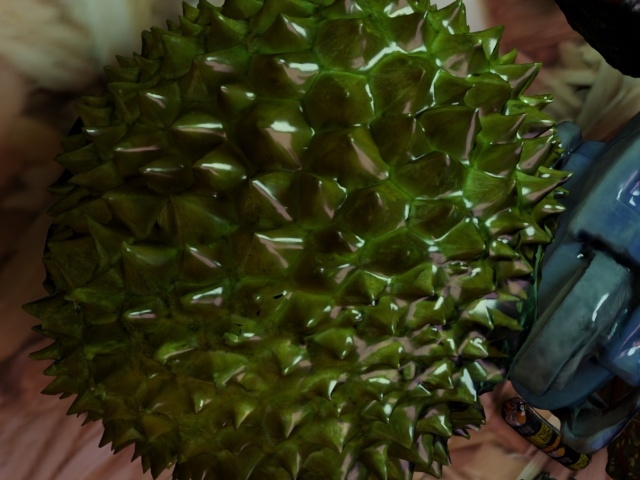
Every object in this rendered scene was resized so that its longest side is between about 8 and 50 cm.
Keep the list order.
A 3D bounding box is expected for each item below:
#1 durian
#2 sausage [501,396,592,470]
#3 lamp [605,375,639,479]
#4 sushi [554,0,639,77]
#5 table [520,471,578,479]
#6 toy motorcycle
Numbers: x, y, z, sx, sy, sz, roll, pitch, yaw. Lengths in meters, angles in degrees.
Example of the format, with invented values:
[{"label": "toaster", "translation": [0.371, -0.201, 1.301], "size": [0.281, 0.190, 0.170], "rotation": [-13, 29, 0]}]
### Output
[{"label": "durian", "translation": [0.003, 0.000, 0.648], "size": [0.291, 0.224, 0.291], "rotation": [-32, 132, -43]}, {"label": "sausage", "translation": [0.192, 0.166, 1.170], "size": [0.198, 0.028, 0.025], "rotation": [39, 59, -55]}, {"label": "lamp", "translation": [0.343, 0.122, 1.205], "size": [0.177, 0.177, 0.274], "rotation": [-24, 131, -41]}, {"label": "sushi", "translation": [0.233, -0.214, 0.871], "size": [0.225, 0.136, 0.126], "rotation": [-45, 134, -14]}, {"label": "table", "translation": [0.209, 0.254, 1.203], "size": [0.070, 0.082, 0.083], "rotation": [2, 111, -52]}, {"label": "toy motorcycle", "translation": [0.220, -0.019, 0.997], "size": [0.182, 0.241, 0.319], "rotation": [39, 86, -14]}]
